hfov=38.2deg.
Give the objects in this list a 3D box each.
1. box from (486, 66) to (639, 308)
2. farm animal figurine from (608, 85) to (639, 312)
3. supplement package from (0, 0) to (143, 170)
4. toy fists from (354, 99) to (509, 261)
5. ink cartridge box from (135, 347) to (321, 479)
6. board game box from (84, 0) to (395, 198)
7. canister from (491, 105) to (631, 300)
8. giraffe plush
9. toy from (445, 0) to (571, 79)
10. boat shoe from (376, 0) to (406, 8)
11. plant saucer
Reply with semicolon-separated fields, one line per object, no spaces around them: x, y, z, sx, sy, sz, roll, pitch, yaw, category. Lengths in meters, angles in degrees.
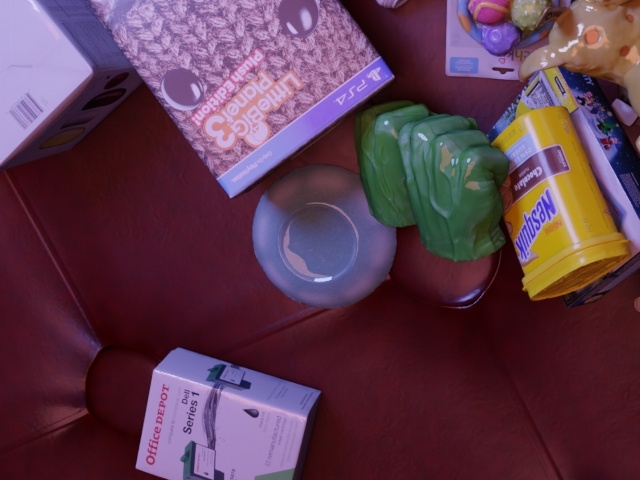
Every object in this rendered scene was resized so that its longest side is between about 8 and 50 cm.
0.276;-0.064;1.006;0.233;0.044;0.159;69;154;22;box
0.436;-0.088;1.007;0.330;0.172;0.326;-39;80;27;farm animal figurine
-0.341;-0.208;1.135;0.194;0.203;0.149;-38;93;20;supplement package
0.119;-0.082;1.037;0.096;0.279;0.142;-22;112;-13;toy fists
-0.127;0.258;1.256;0.220;0.092;0.160;15;106;9;ink cartridge box
-0.090;-0.234;1.080;0.232;0.141;0.291;-37;93;7;board game box
0.237;-0.038;0.956;0.073;0.126;0.169;-10;71;-21;canister
0.312;-0.177;0.864;0.170;0.210;0.181;43;141;13;giraffe plush
0.205;-0.266;1.010;0.137;0.056;0.237;5;133;12;toy
0.141;-0.316;1.051;0.184;0.066;0.063;-37;88;30;boat shoe
0.000;0.000;1.192;0.195;0.037;0.194;3;105;12;plant saucer
